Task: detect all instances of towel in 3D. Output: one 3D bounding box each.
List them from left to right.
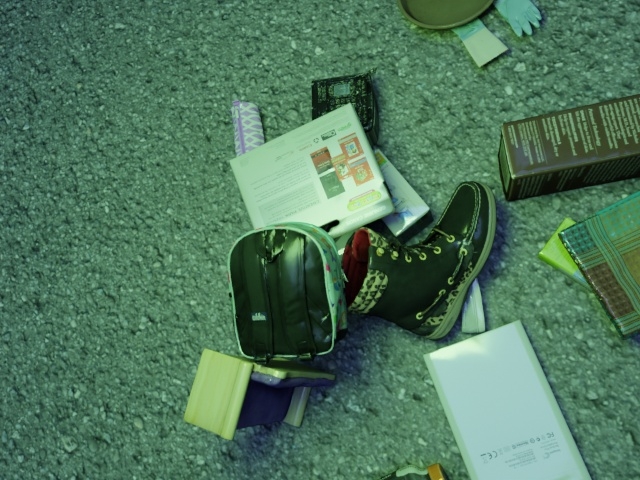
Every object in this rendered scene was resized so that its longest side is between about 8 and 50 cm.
[{"bbox_3d":[0.740,0.015,1.184,0.370,0.040,0.272,-25,72,-2],"label":"towel"}]

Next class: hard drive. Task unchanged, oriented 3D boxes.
[{"bbox_3d":[0.401,0.383,1.223,0.233,0.047,0.353,-23,74,10],"label":"hard drive"}]

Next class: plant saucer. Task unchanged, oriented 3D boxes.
[{"bbox_3d":[0.339,-0.668,1.456,0.277,0.041,0.278,-6,72,20],"label":"plant saucer"}]

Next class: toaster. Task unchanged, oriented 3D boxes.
[{"bbox_3d":[0.070,-0.336,1.435,0.185,0.110,0.168,-5,77,14],"label":"toaster"}]

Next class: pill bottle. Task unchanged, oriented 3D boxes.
[{"bbox_3d":[0.168,0.574,1.201,0.245,0.130,0.130,-29,72,7],"label":"pill bottle"}]

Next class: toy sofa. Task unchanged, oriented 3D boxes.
[{"bbox_3d":[-0.114,0.338,1.208,0.177,0.362,0.150,13,81,23],"label":"toy sofa"}]

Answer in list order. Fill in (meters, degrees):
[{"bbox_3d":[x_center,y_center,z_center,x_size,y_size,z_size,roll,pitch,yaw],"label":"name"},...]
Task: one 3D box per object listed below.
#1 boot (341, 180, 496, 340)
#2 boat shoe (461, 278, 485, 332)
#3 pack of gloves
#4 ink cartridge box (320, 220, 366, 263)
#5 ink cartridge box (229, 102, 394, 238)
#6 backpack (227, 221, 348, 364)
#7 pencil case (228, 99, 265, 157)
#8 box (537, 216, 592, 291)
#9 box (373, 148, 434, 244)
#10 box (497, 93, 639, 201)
[{"bbox_3d":[0.208,0.024,1.208,0.138,0.284,0.378,39,111,60],"label":"boot"},{"bbox_3d":[0.339,0.125,1.292,0.063,0.066,0.184,-10,85,12],"label":"boat shoe"},{"bbox_3d":[0.437,-0.569,1.432,0.195,0.046,0.232,-32,64,10],"label":"pack of gloves"},{"bbox_3d":[0.000,0.000,1.371,0.223,0.129,0.308,-31,72,6],"label":"ink cartridge box"},{"bbox_3d":[-0.011,-0.112,1.262,0.309,0.130,0.272,-23,75,9],"label":"ink cartridge box"},{"bbox_3d":[-0.061,0.089,1.089,0.225,0.191,0.254,-7,100,19],"label":"backpack"},{"bbox_3d":[-0.197,-0.279,1.508,0.086,0.088,0.206,-15,76,14],"label":"pencil case"},{"bbox_3d":[0.598,0.042,1.245,0.178,0.042,0.109,37,89,18],"label":"box"},{"bbox_3d":[0.171,-0.105,1.355,0.103,0.114,0.203,-39,71,6],"label":"box"},{"bbox_3d":[0.598,-0.206,1.222,0.381,0.191,0.143,-9,76,13],"label":"box"}]
